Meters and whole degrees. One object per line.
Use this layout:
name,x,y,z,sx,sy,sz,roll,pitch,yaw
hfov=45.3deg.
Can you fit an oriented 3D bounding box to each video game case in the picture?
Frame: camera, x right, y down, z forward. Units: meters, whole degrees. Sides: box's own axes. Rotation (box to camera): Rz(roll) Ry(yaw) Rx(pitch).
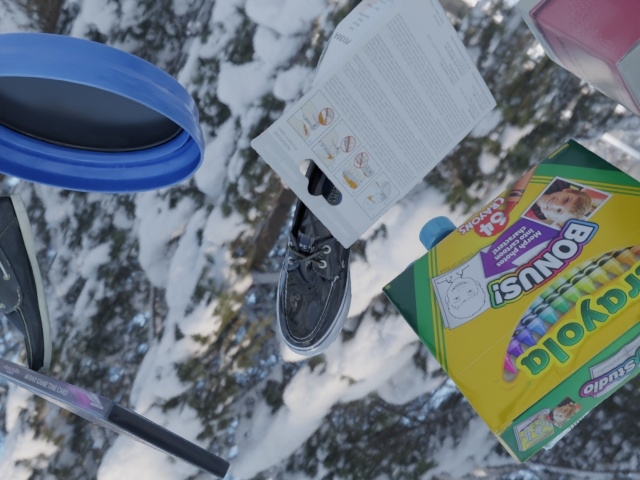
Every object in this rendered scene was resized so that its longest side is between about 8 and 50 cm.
video game case,-0.265,0.217,0.947,0.274,0.026,0.196,7,153,43

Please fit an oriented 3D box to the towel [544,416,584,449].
towel,0.348,0.221,1.027,0.023,0.152,0.113,47,-177,25

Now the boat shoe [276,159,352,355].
boat shoe,0.000,0.000,0.772,0.080,0.228,0.076,13,169,21

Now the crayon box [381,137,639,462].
crayon box,0.309,0.064,1.040,0.106,0.363,0.313,50,-178,-37

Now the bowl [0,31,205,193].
bowl,-0.365,-0.176,1.132,0.391,0.077,0.391,3,162,1

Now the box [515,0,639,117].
box,0.422,-0.303,1.114,0.149,0.127,0.232,37,-168,-42

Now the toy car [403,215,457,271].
toy car,0.325,0.077,1.485,0.238,0.210,0.219,-8,-135,-28

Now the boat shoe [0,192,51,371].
boat shoe,-0.396,0.059,0.985,0.079,0.233,0.084,-14,-178,-24

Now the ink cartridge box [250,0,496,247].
ink cartridge box,0.043,-0.101,0.615,0.145,0.179,0.045,46,-179,-40
